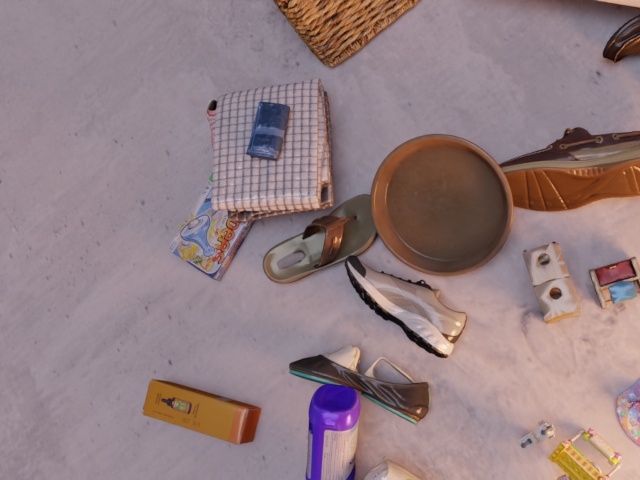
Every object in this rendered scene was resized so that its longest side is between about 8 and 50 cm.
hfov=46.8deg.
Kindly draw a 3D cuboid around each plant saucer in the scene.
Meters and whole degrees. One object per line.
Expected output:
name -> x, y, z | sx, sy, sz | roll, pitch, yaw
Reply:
plant saucer -> 0.230, -0.067, 1.410 | 0.278, 0.041, 0.277 | 8, 110, 23

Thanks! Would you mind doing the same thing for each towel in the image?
towel -> -0.102, -0.217, 1.458 | 0.067, 0.029, 0.119 | 9, 73, 13
towel -> -0.093, -0.178, 1.523 | 0.235, 0.121, 0.283 | -5, 70, 10

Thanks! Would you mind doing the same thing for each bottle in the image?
bottle -> 0.020, 0.413, 1.375 | 0.092, 0.118, 0.282 | 6, 108, 9

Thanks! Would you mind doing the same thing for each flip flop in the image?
flip flop -> 0.000, 0.000, 1.501 | 0.277, 0.080, 0.112 | -27, 74, 10

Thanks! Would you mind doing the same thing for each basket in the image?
basket -> 0.045, -0.561, 1.575 | 0.299, 0.223, 0.213 | -39, 39, 8

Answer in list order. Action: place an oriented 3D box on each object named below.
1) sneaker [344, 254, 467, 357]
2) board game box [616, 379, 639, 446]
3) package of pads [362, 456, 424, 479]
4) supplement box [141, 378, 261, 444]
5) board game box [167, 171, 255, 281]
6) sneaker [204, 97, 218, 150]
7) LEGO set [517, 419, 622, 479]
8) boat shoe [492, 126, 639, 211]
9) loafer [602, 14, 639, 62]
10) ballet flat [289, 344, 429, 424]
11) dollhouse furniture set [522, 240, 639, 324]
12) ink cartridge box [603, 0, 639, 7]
sneaker -> 0.160, 0.111, 1.434 | 0.272, 0.100, 0.108 | 37, 79, 16
board game box -> 0.607, 0.294, 1.283 | 0.169, 0.033, 0.133 | -38, 72, 9
package of pads -> 0.125, 0.568, 1.327 | 0.229, 0.101, 0.296 | 32, 91, -1
supplement box -> -0.247, 0.352, 1.527 | 0.234, 0.080, 0.078 | 12, 84, 18
board game box -> -0.225, -0.031, 1.604 | 0.136, 0.035, 0.201 | 30, 91, 20
sneaker -> -0.226, -0.250, 1.623 | 0.051, 0.070, 0.134 | -4, 81, 15
LEGO set -> 0.478, 0.437, 1.287 | 0.132, 0.107, 0.287 | -41, 73, 44
boat shoe -> 0.482, -0.144, 1.368 | 0.342, 0.123, 0.123 | -9, 48, 27
loafer -> 0.632, -0.384, 1.361 | 0.220, 0.080, 0.078 | -26, 74, 12
ballet flat -> 0.081, 0.263, 1.435 | 0.281, 0.095, 0.096 | 20, 78, 10
dollhouse furniture set -> 0.471, 0.060, 1.314 | 0.184, 0.129, 0.128 | -19, 76, 15
ink cartridge box -> 0.490, -0.612, 1.367 | 0.395, 0.166, 0.285 | 17, 70, 20
